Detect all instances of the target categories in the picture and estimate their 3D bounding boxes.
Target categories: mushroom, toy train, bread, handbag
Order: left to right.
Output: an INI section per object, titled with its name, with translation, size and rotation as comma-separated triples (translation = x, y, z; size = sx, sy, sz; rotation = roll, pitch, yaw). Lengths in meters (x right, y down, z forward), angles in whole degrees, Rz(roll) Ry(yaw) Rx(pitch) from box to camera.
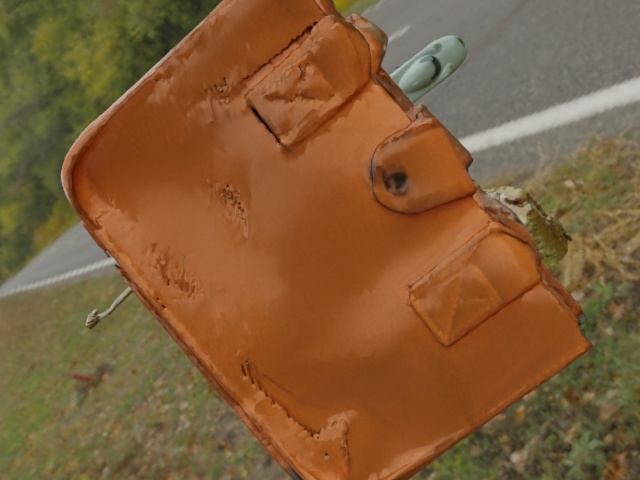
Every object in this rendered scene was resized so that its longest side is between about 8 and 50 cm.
[mushroom]
translation = -0.231, 0.024, 1.371
size = 0.286, 0.028, 0.026
rotation = -46, -23, -12
[handbag]
translation = 0.000, 0.000, 0.825
size = 0.303, 0.410, 0.116
rotation = -39, 0, 17
[toy train]
translation = 0.089, -0.182, 1.199
size = 0.234, 0.052, 0.051
rotation = -36, 7, 5
[bread]
translation = 0.218, 0.022, 1.068
size = 0.127, 0.152, 0.147
rotation = 13, 78, 65
